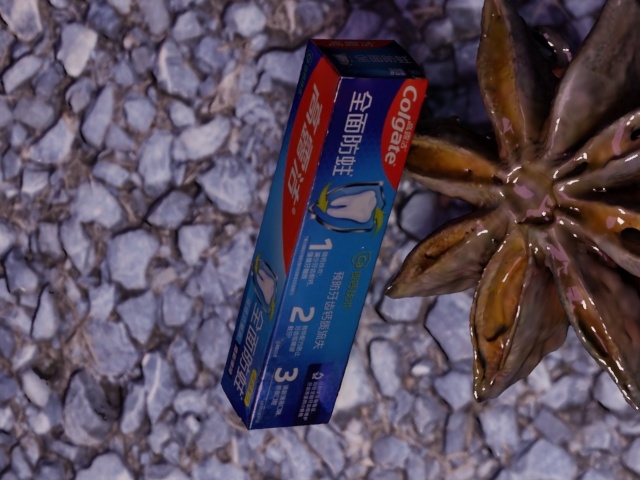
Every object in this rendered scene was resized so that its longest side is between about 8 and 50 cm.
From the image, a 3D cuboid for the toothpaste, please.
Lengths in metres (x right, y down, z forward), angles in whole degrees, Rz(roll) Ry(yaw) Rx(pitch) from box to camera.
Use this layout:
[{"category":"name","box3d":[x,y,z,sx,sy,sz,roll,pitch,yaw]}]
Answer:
[{"category":"toothpaste","box3d":[-0.001,0.000,1.491,0.066,0.076,0.320,54,137,48]}]

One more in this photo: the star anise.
[{"category":"star anise","box3d":[0.182,-0.031,1.425,0.332,0.118,0.331,4,96,37]}]
